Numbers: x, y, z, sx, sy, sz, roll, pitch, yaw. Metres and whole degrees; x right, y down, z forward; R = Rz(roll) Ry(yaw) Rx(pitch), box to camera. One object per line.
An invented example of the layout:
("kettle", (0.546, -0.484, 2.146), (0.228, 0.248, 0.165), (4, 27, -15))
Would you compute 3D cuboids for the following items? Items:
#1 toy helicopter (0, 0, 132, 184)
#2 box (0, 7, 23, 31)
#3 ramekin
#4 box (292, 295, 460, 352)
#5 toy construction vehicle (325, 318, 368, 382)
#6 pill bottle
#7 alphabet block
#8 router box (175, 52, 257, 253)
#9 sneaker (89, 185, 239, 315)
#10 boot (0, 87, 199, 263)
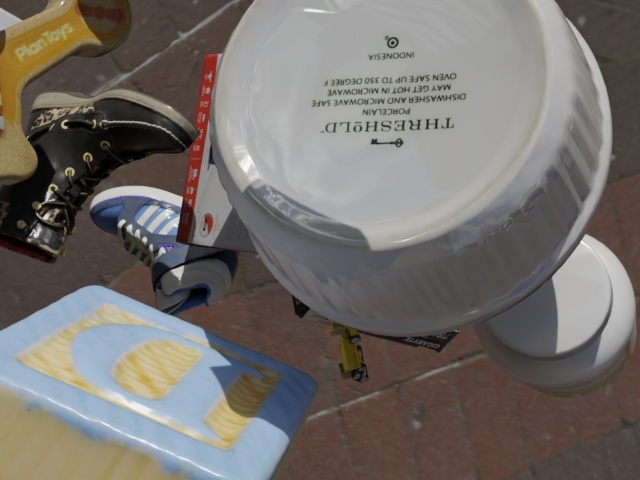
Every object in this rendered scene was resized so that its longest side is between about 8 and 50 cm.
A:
("toy helicopter", (-0.321, -0.167, 0.853), (0.355, 0.140, 0.235), (-44, 112, -38))
("box", (-0.550, -0.201, 1.415), (0.126, 0.262, 0.231), (27, 60, -24))
("ramekin", (0.051, -0.080, 0.612), (0.272, 0.127, 0.273), (-5, 73, 17))
("box", (0.074, 0.032, 1.589), (0.293, 0.073, 0.296), (18, 40, -31))
("toy construction vehicle", (0.015, 0.077, 0.853), (0.035, 0.098, 0.086), (-13, 56, -1))
("pill bottle", (0.209, 0.065, 0.825), (0.136, 0.245, 0.137), (-4, 76, 18))
("alphabet block", (-0.134, 0.169, 0.612), (0.193, 0.192, 0.197), (23, 104, 8))
("router box", (-0.103, -0.145, 1.530), (0.082, 0.301, 0.336), (11, 87, -40))
("sneaker", (-0.319, 0.030, 1.785), (0.322, 0.130, 0.236), (9, 52, 4))
("boot", (-0.392, -0.104, 1.525), (0.138, 0.377, 0.284), (47, 59, -51))
